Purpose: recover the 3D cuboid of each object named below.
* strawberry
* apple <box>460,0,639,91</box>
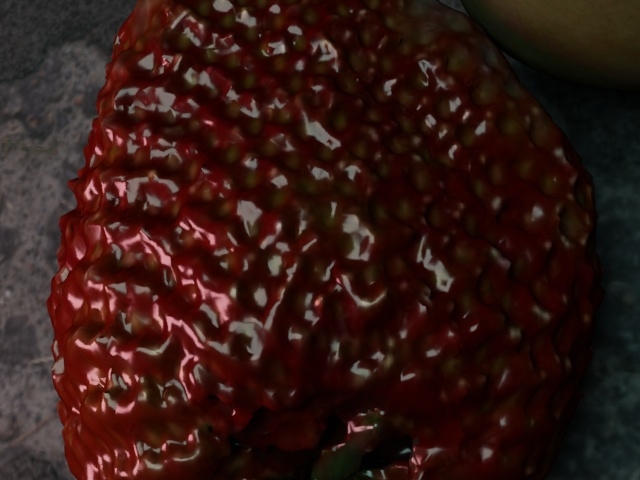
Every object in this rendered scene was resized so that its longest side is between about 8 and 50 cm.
[{"bbox_3d":[0.000,0.000,0.798,0.312,0.267,0.351,-5,82,2],"label":"strawberry"},{"bbox_3d":[0.200,-0.207,0.779,0.234,0.257,0.256,12,79,-2],"label":"apple"}]
